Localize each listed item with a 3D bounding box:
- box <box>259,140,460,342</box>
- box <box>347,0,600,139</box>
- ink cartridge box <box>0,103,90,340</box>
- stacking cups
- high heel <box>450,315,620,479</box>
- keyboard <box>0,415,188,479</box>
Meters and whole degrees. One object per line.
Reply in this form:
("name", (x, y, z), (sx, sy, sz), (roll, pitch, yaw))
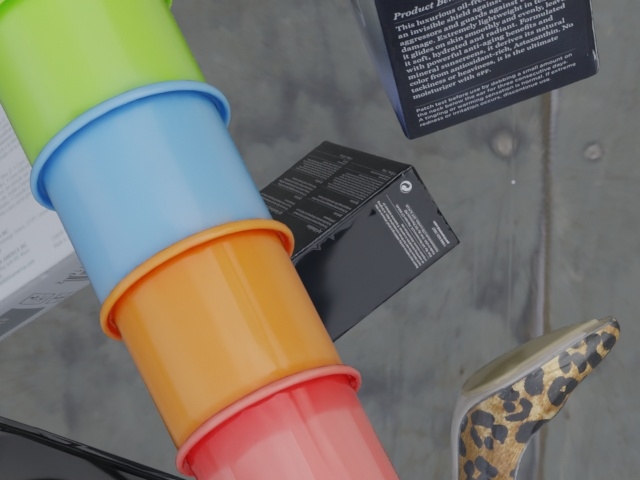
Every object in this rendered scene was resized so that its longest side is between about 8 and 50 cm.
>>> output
("box", (0.000, 0.000, 1.566), (0.184, 0.261, 0.103), (-35, 108, -10))
("box", (0.080, -0.297, 1.215), (0.183, 0.294, 0.296), (-20, 55, 0))
("ink cartridge box", (-0.301, -0.127, 1.445), (0.308, 0.091, 0.385), (-30, 69, 37))
("stacking cups", (-0.054, -0.013, 0.590), (0.096, 0.096, 0.316), (-33, 71, 7))
("high heel", (0.168, 0.192, 1.212), (0.261, 0.093, 0.186), (-37, 93, 9))
("keyboard", (-0.102, 0.247, 0.949), (0.317, 0.033, 0.201), (20, 63, 0))
